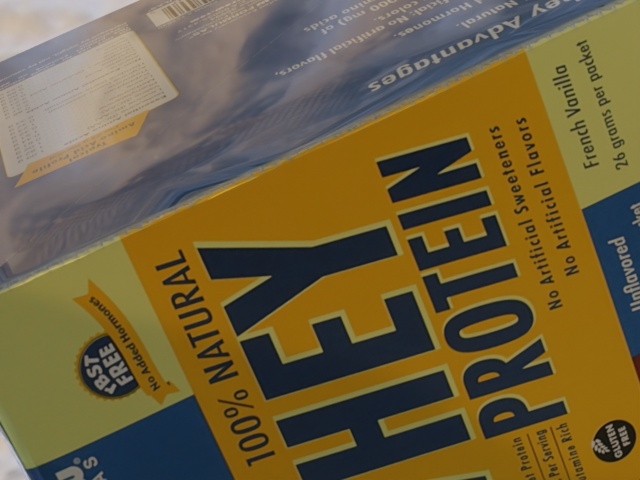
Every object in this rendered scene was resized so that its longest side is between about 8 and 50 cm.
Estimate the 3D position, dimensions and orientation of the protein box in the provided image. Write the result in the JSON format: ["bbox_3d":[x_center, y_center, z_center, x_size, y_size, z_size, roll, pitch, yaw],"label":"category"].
[{"bbox_3d":[0.000,0.000,0.488,0.199,0.136,0.201,-25,-156,-6],"label":"protein box"}]
